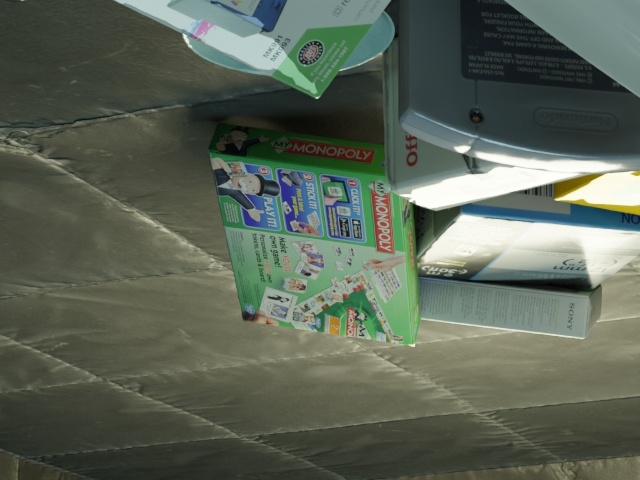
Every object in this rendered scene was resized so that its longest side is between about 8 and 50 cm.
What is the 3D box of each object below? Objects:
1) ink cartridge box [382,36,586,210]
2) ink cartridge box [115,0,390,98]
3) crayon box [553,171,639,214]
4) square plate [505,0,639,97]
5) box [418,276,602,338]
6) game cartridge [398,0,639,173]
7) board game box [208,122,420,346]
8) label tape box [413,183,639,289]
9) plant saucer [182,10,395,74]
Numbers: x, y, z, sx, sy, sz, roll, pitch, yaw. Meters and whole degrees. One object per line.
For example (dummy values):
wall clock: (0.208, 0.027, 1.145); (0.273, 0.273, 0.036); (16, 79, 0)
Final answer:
ink cartridge box: (0.171, -0.129, 1.634); (0.218, 0.158, 0.092); (-12, 159, 33)
ink cartridge box: (-0.052, -0.223, 1.316); (0.212, 0.093, 0.154); (25, 115, -31)
crayon box: (0.473, -0.104, 1.799); (0.363, 0.106, 0.313); (10, 160, -26)
square plate: (0.150, -0.235, 1.219); (0.344, 0.049, 0.347); (41, 174, 22)
box: (0.184, 0.068, 2.197); (0.322, 0.058, 0.232); (8, -176, 12)
game cartridge: (0.209, -0.156, 1.498); (0.294, 0.196, 0.060); (4, 160, -11)
board game box: (0.000, 0.000, 1.980); (0.214, 0.046, 0.317); (8, 143, 11)
label tape box: (0.227, -0.014, 2.055); (0.249, 0.115, 0.347); (5, 159, -13)
plant saucer: (-0.029, -0.204, 1.600); (0.195, 0.037, 0.195); (1, 162, 0)
